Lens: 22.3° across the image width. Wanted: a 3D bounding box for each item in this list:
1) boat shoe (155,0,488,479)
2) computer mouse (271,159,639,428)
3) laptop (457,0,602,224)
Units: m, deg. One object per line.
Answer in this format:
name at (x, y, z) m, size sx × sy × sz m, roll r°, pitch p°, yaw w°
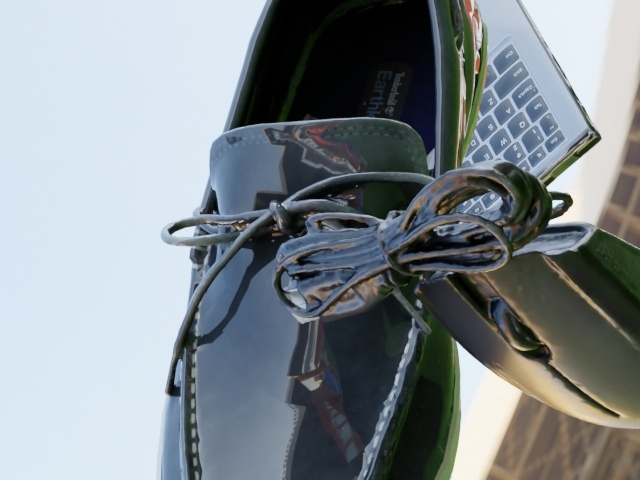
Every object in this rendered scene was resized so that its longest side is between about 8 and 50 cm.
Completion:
boat shoe at (0.000, 0.000, 0.971) m, size 0.156 × 0.186 × 0.500 m, roll 67°, pitch -150°, yaw -51°
computer mouse at (0.123, 0.048, 0.839) m, size 0.272 × 0.188 × 0.072 m, roll 19°, pitch -115°, yaw -31°
laptop at (0.032, -0.043, 1.474) m, size 0.236 × 0.408 × 0.382 m, roll 19°, pitch -52°, yaw -45°
